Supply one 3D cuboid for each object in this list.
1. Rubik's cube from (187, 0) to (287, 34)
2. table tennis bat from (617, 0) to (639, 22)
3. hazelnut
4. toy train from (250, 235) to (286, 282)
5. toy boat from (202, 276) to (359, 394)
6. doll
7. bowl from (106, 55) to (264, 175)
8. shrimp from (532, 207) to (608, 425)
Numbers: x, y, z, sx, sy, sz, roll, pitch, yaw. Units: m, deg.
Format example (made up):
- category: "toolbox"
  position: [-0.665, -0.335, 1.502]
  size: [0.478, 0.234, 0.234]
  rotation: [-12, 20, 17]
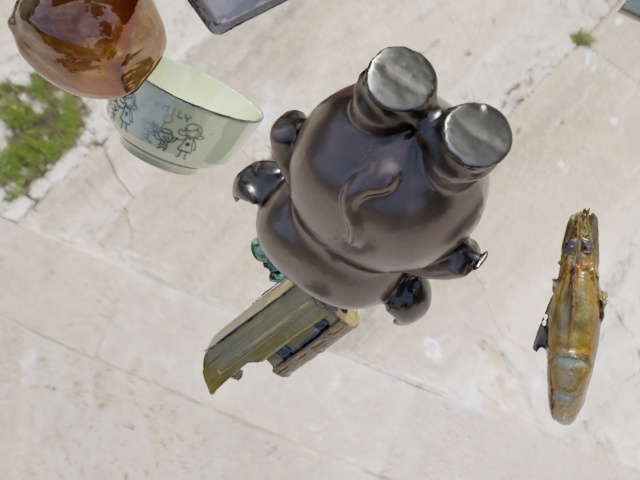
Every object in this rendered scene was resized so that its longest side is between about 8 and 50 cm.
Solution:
- category: "Rubik's cube"
  position: [-0.068, -0.471, 1.058]
  size: [0.316, 0.313, 0.318]
  rotation: [-23, 46, 14]
- category: "table tennis bat"
  position: [0.407, -0.193, 1.002]
  size: [0.220, 0.019, 0.130]
  rotation: [33, 89, 14]
- category: "hazelnut"
  position: [-0.279, -0.250, 1.193]
  size: [0.182, 0.182, 0.182]
  rotation: [-4, 73, 14]
- category: "toy train"
  position: [0.000, 0.000, 1.474]
  size: [0.198, 0.154, 0.107]
  rotation: [-6, 99, 35]
- category: "toy boat"
  position: [-0.040, 0.099, 1.062]
  size: [0.226, 0.068, 0.088]
  rotation: [-39, 105, 23]
- category: "doll"
  position: [0.032, -0.031, 0.691]
  size: [0.182, 0.257, 0.117]
  rotation: [39, 66, 3]
- category: "bowl"
  position: [-0.212, -0.179, 1.449]
  size: [0.237, 0.238, 0.126]
  rotation: [32, 108, 21]
- category: "shrimp"
  position: [0.187, 0.053, 0.703]
  size: [0.045, 0.095, 0.162]
  rotation: [11, 105, 32]
